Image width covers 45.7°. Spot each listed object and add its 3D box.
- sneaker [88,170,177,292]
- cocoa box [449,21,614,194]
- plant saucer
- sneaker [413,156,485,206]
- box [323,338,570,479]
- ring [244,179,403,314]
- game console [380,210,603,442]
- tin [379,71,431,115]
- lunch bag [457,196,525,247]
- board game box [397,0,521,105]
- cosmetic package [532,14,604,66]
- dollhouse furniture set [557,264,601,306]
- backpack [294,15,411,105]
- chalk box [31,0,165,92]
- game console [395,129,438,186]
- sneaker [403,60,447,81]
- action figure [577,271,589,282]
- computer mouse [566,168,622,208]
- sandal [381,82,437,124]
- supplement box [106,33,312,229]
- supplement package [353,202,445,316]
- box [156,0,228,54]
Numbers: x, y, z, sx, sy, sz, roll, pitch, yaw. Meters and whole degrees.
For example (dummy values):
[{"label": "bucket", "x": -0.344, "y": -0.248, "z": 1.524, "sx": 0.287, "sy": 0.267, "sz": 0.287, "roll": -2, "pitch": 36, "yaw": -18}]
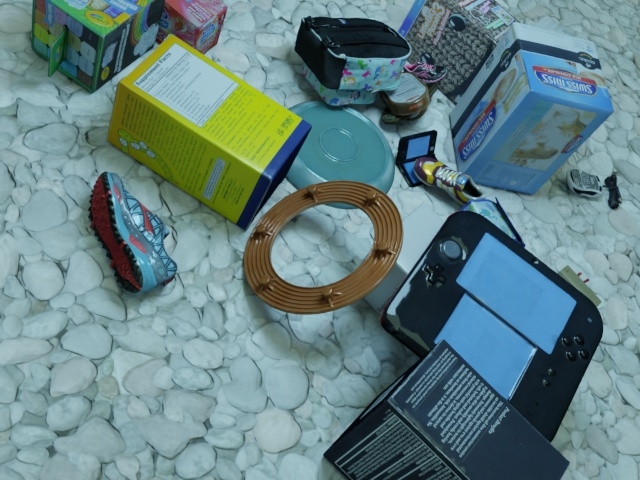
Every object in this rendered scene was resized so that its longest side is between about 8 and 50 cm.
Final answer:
[{"label": "sneaker", "x": -0.361, "y": -0.017, "z": 1.476, "sx": 0.125, "sy": 0.104, "sz": 0.262, "roll": -6, "pitch": 64, "yaw": -46}, {"label": "cocoa box", "x": 0.502, "y": -0.311, "z": 1.864, "sx": 0.231, "sy": 0.347, "sz": 0.228, "roll": 10, "pitch": 56, "yaw": -16}, {"label": "plant saucer", "x": 0.039, "y": -0.218, "z": 1.798, "sx": 0.318, "sy": 0.043, "sz": 0.317, "roll": 11, "pitch": 54, "yaw": -16}, {"label": "sneaker", "x": 0.313, "y": -0.149, "z": 1.826, "sx": 0.185, "sy": 0.084, "sz": 0.069, "roll": 29, "pitch": 75, "yaw": -10}, {"label": "box", "x": 0.208, "y": 0.379, "z": 1.319, "sx": 0.294, "sy": 0.296, "sz": 0.183, "roll": 45, "pitch": 52, "yaw": 8}, {"label": "ring", "x": 0.000, "y": 0.000, "z": 1.520, "sx": 0.337, "sy": 0.032, "sz": 0.336, "roll": -12, "pitch": 48, "yaw": 13}, {"label": "game console", "x": 0.341, "y": 0.151, "z": 1.454, "sx": 0.386, "sy": 0.060, "sz": 0.342, "roll": 38, "pitch": 54, "yaw": 2}, {"label": "tin", "x": 0.209, "y": -0.373, "z": 1.915, "sx": 0.106, "sy": 0.040, "sz": 0.189, "roll": -26, "pitch": 35, "yaw": 0}, {"label": "lunch bag", "x": 0.411, "y": -0.030, "z": 1.807, "sx": 0.151, "sy": 0.096, "sz": 0.129, "roll": -2, "pitch": 57, "yaw": -41}, {"label": "board game box", "x": 0.373, "y": -0.534, "z": 2.029, "sx": 0.291, "sy": 0.232, "sz": 0.141, "roll": 45, "pitch": 53, "yaw": 10}, {"label": "cosmetic package", "x": 0.653, "y": -0.495, "z": 2.184, "sx": 0.225, "sy": 0.138, "sz": 0.224, "roll": 44, "pitch": 53, "yaw": 7}, {"label": "dollhouse furniture set", "x": 0.530, "y": 0.145, "z": 1.745, "sx": 0.144, "sy": 0.123, "sz": 0.151, "roll": 50, "pitch": 37, "yaw": 13}, {"label": "backpack", "x": 0.086, "y": -0.447, "z": 1.862, "sx": 0.253, "sy": 0.191, "sz": 0.225, "roll": -14, "pitch": 48, "yaw": -25}, {"label": "chalk box", "x": -0.501, "y": -0.462, "z": 1.638, "sx": 0.179, "sy": 0.180, "sz": 0.289, "roll": 36, "pitch": 51, "yaw": 2}, {"label": "game console", "x": 0.253, "y": -0.203, "z": 1.864, "sx": 0.122, "sy": 0.107, "sz": 0.071, "roll": -17, "pitch": 38, "yaw": -32}, {"label": "sneaker", "x": 0.274, "y": -0.452, "z": 2.012, "sx": 0.119, "sy": 0.057, "sz": 0.047, "roll": -3, "pitch": 49, "yaw": 16}, {"label": "action figure", "x": 0.602, "y": 0.117, "z": 1.805, "sx": 0.038, "sy": 0.030, "sz": 0.115, "roll": 44, "pitch": 54, "yaw": 6}, {"label": "computer mouse", "x": 0.729, "y": -0.147, "z": 2.051, "sx": 0.193, "sy": 0.042, "sz": 0.106, "roll": 12, "pitch": 59, "yaw": -23}, {"label": "sandal", "x": 0.236, "y": -0.343, "z": 1.953, "sx": 0.090, "sy": 0.060, "sz": 0.219, "roll": 3, "pitch": 32, "yaw": 34}, {"label": "supplement box", "x": -0.234, "y": -0.224, "z": 1.587, "sx": 0.356, "sy": 0.195, "sz": 0.194, "roll": 33, "pitch": 52, "yaw": -1}, {"label": "supplement package", "x": 0.237, "y": 0.104, "z": 1.585, "sx": 0.293, "sy": 0.175, "sz": 0.177, "roll": 46, "pitch": 55, "yaw": 9}, {"label": "box", "x": -0.361, "y": -0.557, "z": 1.793, "sx": 0.257, "sy": 0.128, "sz": 0.122, "roll": 38, "pitch": 52, "yaw": 5}]
